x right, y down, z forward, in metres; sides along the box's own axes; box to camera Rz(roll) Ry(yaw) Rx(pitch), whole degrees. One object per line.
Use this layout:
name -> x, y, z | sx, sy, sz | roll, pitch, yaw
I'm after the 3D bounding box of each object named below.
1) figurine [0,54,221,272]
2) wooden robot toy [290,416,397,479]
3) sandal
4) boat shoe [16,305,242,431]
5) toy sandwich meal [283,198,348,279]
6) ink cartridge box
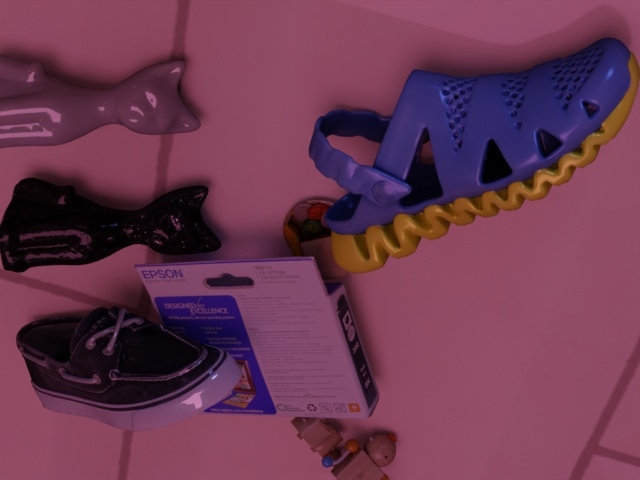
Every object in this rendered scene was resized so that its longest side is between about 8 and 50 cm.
figurine -> -0.210, -0.073, 0.981 | 0.209, 0.092, 0.215 | -2, 121, 6
wooden robot toy -> 0.044, 0.233, 1.135 | 0.079, 0.076, 0.173 | -41, 109, -5
sandal -> 0.111, -0.087, 0.866 | 0.317, 0.126, 0.138 | -27, 108, 26
boat shoe -> -0.209, 0.118, 1.053 | 0.301, 0.108, 0.102 | -1, 121, 44
toy sandwich meal -> 0.000, 0.000, 1.001 | 0.085, 0.029, 0.085 | 6, 124, 10
ink cartridge box -> -0.063, 0.093, 1.054 | 0.206, 0.045, 0.208 | -2, 124, 24
